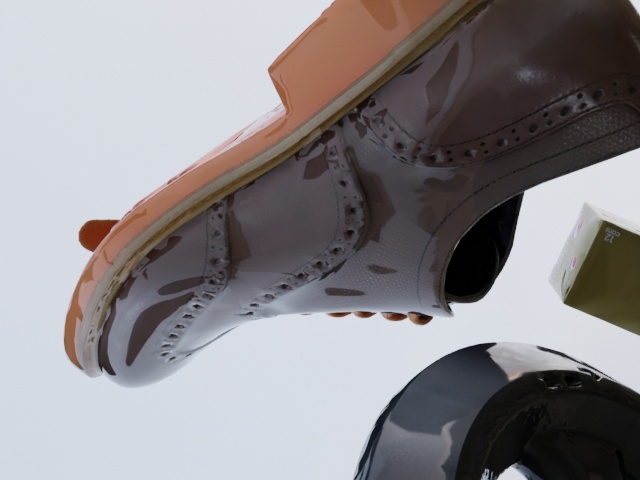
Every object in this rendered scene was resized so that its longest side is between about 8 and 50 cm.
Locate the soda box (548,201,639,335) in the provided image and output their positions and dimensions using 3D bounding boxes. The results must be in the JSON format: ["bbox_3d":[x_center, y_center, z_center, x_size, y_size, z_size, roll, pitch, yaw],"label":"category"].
[{"bbox_3d":[0.235,0.041,0.816,0.061,0.181,0.058,-87,20,-78],"label":"soda box"}]

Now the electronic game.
[{"bbox_3d":[0.102,0.137,0.455,0.229,0.048,0.229,25,-136,-27],"label":"electronic game"}]

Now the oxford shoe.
[{"bbox_3d":[0.000,0.000,0.599,0.132,0.364,0.130,48,-134,-1],"label":"oxford shoe"}]

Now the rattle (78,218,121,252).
[{"bbox_3d":[-0.088,-0.010,1.158,0.200,0.143,0.130,24,-123,-48],"label":"rattle"}]
